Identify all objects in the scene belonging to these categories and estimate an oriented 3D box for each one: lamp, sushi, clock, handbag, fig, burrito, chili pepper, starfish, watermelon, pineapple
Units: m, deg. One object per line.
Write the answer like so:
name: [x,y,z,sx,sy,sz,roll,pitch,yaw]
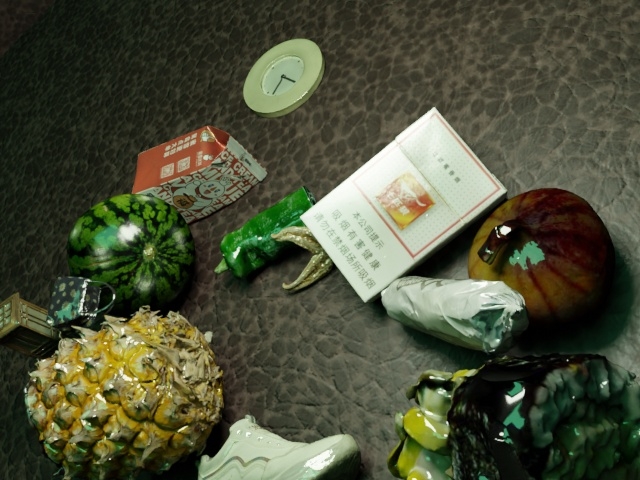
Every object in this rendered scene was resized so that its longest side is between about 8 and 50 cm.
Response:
lamp: [-0.566,0.227,1.532,0.089,0.325,0.090,-33,51,14]
sushi: [0.273,0.306,0.958,0.285,0.329,0.327,-11,94,53]
clock: [-0.094,-0.419,1.798,0.235,0.029,0.234,-15,57,24]
handbag: [-0.475,0.129,1.423,0.139,0.072,0.115,-9,56,18]
fig: [0.355,0.028,1.125,0.235,0.214,0.235,-7,42,7]
burrito: [0.215,0.112,1.079,0.101,0.139,0.445,-57,10,-9]
chili pepper: [-0.118,-0.005,1.522,0.270,0.099,0.136,-34,61,8]
starfish: [-0.001,-0.001,1.432,0.247,0.138,0.050,-34,5,7]
watermelon: [-0.428,0.032,1.581,0.285,0.285,0.285,-16,56,26]
handbag: [-0.288,-0.161,1.688,0.298,0.171,0.151,-18,51,20]
pineapple: [-0.361,0.290,1.356,0.300,0.352,0.352,-29,51,17]

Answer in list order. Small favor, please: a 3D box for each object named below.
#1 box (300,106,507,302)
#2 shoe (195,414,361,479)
box: [0.156,-0.063,1.321,0.330,0.095,0.210,-38,78,7]
shoe: [-0.096,0.398,1.247,0.342,0.132,0.210,-35,52,16]
